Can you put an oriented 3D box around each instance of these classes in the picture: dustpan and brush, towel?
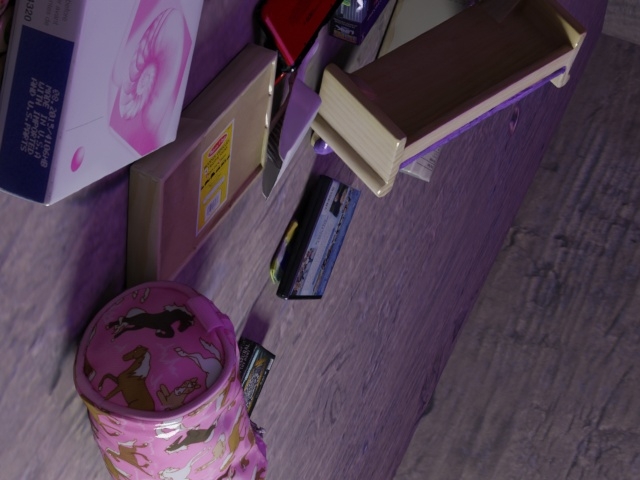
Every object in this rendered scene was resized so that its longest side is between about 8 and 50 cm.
[{"bbox_3d":[-0.032,-0.164,1.765,0.211,0.060,0.147,-61,-179,-19],"label":"dustpan and brush"},{"bbox_3d":[-0.048,0.015,2.044,0.060,0.009,0.083,80,34,-66],"label":"towel"}]

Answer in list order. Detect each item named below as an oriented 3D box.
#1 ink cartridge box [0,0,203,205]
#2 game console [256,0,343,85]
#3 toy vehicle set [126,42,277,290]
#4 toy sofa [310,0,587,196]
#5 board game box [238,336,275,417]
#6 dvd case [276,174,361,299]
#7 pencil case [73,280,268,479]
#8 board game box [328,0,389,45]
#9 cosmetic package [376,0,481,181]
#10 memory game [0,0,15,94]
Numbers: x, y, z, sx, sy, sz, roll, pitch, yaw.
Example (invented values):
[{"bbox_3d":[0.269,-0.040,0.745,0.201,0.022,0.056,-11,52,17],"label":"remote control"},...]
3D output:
[{"bbox_3d":[-0.141,-0.222,1.212,0.330,0.071,0.324,-41,148,-64],"label":"ink cartridge box"},{"bbox_3d":[-0.040,-0.250,1.688,0.124,0.085,0.144,58,46,-33],"label":"game console"},{"bbox_3d":[-0.124,-0.076,1.573,0.267,0.035,0.166,-54,159,-47],"label":"toy vehicle set"},{"bbox_3d":[0.166,-0.199,1.969,0.363,0.150,0.177,-32,157,-28],"label":"toy sofa"},{"bbox_3d":[-0.120,0.230,2.044,0.126,0.026,0.186,53,59,-73],"label":"board game box"},{"bbox_3d":[0.000,0.000,2.153,0.253,0.022,0.180,11,100,-79],"label":"dvd case"},{"bbox_3d":[-0.153,0.193,1.598,0.386,0.160,0.167,82,26,-61],"label":"pencil case"},{"bbox_3d":[0.067,-0.354,1.874,0.141,0.048,0.170,91,24,-51],"label":"board game box"},{"bbox_3d":[0.152,-0.254,2.202,0.160,0.113,0.309,16,95,-76],"label":"cosmetic package"},{"bbox_3d":[-0.263,-0.109,1.053,0.186,0.012,0.186,21,90,-76],"label":"memory game"}]
